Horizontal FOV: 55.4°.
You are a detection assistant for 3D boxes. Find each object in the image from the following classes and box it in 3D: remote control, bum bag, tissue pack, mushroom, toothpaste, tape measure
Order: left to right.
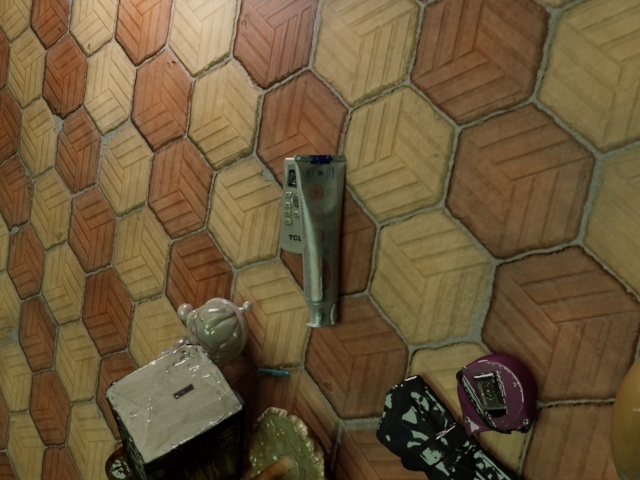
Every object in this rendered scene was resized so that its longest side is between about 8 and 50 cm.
[{"bbox_3d":[-0.277,0.383,1.202,0.198,0.209,0.370,52,151,31],"label":"tissue pack"},{"bbox_3d":[-0.092,0.428,1.111,0.207,0.301,0.233,-31,71,6],"label":"mushroom"},{"bbox_3d":[-0.039,-0.068,1.207,0.087,0.029,0.190,8,97,38],"label":"remote control"},{"bbox_3d":[0.000,0.000,1.154,0.100,0.066,0.324,0,92,-4],"label":"toothpaste"},{"bbox_3d":[0.214,0.367,0.998,0.310,0.074,0.137,45,107,27],"label":"bum bag"},{"bbox_3d":[0.273,0.241,0.946,0.118,0.074,0.125,-23,80,35],"label":"tape measure"}]

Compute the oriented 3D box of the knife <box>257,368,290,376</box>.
[{"bbox_3d":[-0.098,0.278,1.278,0.091,0.005,0.014,-4,88,37],"label":"knife"}]

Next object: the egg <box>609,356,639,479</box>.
[{"bbox_3d":[0.455,0.238,0.729,0.201,0.201,0.245,-14,71,37],"label":"egg"}]

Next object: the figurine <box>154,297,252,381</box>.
[{"bbox_3d":[-0.234,0.224,1.311,0.256,0.144,0.182,-43,46,33],"label":"figurine"}]

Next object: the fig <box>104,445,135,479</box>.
[{"bbox_3d":[-0.455,0.577,1.507,0.109,0.103,0.155,-42,79,6],"label":"fig"}]
